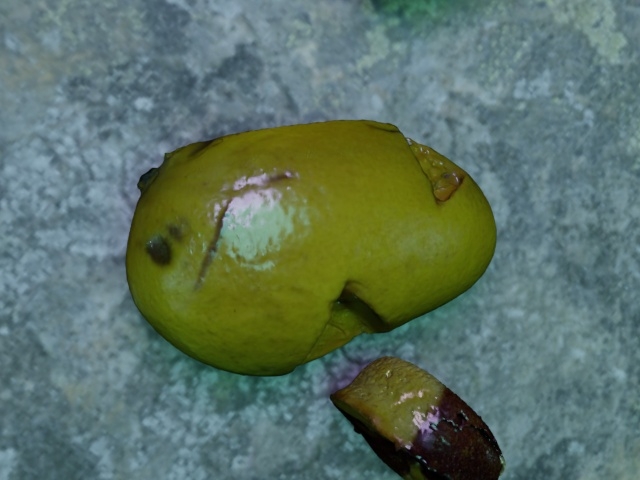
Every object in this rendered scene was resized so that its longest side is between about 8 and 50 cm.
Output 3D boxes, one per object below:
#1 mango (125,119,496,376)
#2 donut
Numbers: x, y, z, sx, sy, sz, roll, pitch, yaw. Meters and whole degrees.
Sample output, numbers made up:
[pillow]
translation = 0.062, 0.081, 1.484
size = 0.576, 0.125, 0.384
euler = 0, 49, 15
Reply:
[mango]
translation = 0.000, 0.000, 0.574
size = 0.261, 0.130, 0.167
euler = -13, 103, -17
[donut]
translation = 0.073, 0.140, 0.600
size = 0.140, 0.140, 0.059
euler = 45, 74, -13
